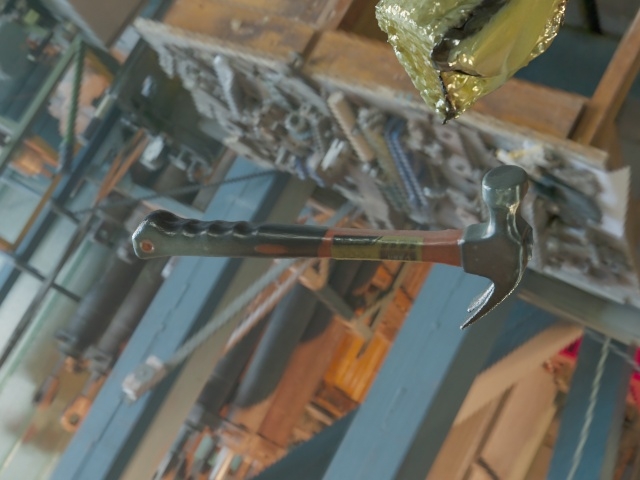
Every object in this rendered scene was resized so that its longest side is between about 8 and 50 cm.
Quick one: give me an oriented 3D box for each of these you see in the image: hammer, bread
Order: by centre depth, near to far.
[{"bbox_3d":[0.000,0.000,0.677,0.287,0.033,0.111,3,124,21],"label":"hammer"},{"bbox_3d":[0.179,-0.262,1.121,0.163,0.204,0.262,56,178,12],"label":"bread"}]
